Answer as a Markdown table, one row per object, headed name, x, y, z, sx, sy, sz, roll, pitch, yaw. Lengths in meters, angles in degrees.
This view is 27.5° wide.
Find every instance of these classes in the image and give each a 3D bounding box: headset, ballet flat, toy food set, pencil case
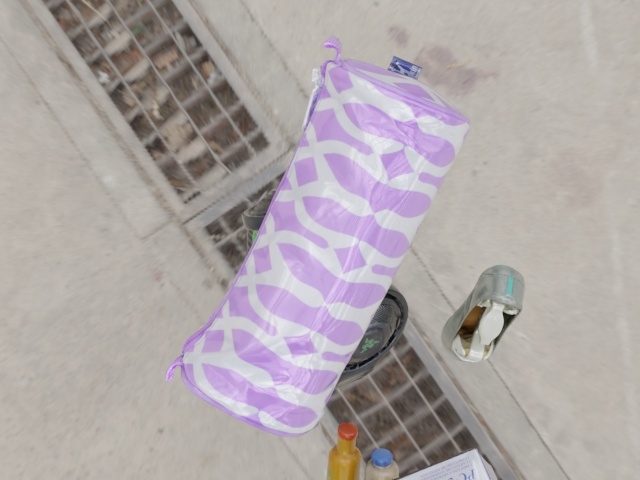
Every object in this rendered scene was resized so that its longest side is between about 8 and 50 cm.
| name | x | y | z | sx | sy | sz | roll | pitch | yaw |
| --- | --- | --- | --- | --- | --- | --- | --- | --- | --- |
| headset | -0.020 | 0.039 | 1.505 | 0.185 | 0.394 | 0.243 | -20 | 72 | -23 |
| ballet flat | 0.196 | 0.111 | 1.624 | 0.072 | 0.213 | 0.068 | 12 | 53 | -5 |
| toy food set | 0.051 | 0.313 | 1.465 | 0.111 | 0.232 | 0.104 | 5 | 119 | 3 |
| pencil case | 0.000 | 0.000 | 0.683 | 0.088 | 0.086 | 0.206 | 24 | 99 | -9 |

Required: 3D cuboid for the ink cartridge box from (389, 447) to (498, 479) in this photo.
| name | x | y | z | sx | sy | sz | roll | pitch | yaw |
| --- | --- | --- | --- | --- | --- | --- | --- | --- | --- |
| ink cartridge box | 0.031 | 0.214 | 0.949 | 0.207 | 0.097 | 0.046 | -23 | 69 | 6 |
